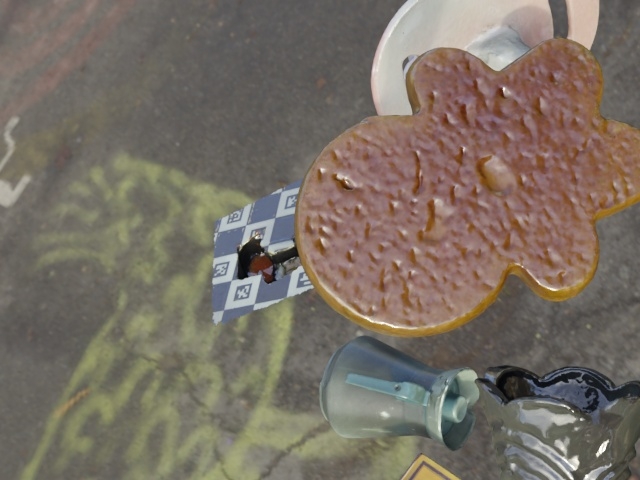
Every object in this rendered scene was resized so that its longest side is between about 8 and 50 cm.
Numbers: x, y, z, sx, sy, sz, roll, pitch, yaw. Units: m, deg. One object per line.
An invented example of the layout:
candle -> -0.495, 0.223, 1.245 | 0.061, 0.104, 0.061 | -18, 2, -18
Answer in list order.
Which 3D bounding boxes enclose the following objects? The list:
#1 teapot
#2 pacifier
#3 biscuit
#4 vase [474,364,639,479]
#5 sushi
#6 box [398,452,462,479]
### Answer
teapot -> 0.120, 0.245, 1.563 | 0.225, 0.203, 0.171 | 6, 76, 35
pacifier -> 0.225, -0.234, 1.249 | 0.332, 0.220, 0.273 | -26, 4, -8
biscuit -> 0.093, -0.033, 0.608 | 0.236, 0.039, 0.180 | -27, 82, -14
vase -> 0.149, 0.205, 0.616 | 0.115, 0.115, 0.237 | 4, 95, 41
sushi -> 0.000, 0.000, 1.143 | 0.279, 0.043, 0.193 | -24, 42, 17
box -> 0.245, 0.461, 1.498 | 0.193, 0.301, 0.084 | 30, 73, 39
